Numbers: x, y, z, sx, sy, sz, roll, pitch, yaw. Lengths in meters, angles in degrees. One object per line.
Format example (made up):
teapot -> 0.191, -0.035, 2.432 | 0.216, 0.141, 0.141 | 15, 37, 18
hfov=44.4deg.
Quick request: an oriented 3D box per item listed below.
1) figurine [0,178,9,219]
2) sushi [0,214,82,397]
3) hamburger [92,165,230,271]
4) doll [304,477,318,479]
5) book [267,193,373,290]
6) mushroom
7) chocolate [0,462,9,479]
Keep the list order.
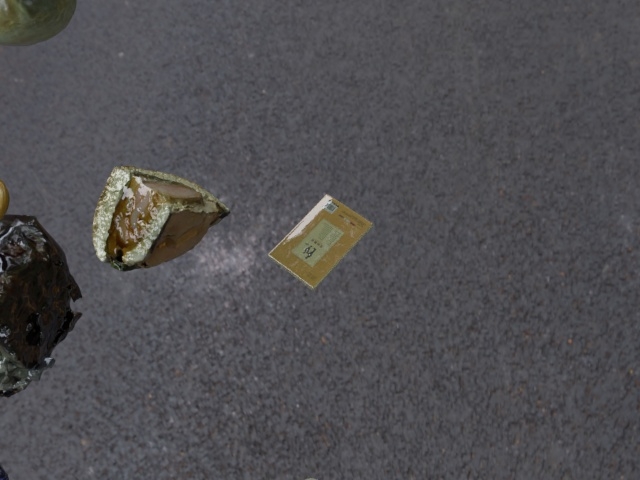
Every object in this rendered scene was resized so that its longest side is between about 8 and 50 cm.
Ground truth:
figurine -> -0.438, -0.034, 0.888 | 0.176, 0.121, 0.122 | -39, 78, -19
sushi -> -0.660, 0.138, 1.591 | 0.281, 0.300, 0.294 | -19, 27, 18
hamburger -> -0.257, -0.037, 1.254 | 0.135, 0.155, 0.207 | 41, 22, 14
doll -> -0.006, 0.426, 0.968 | 0.175, 0.149, 0.278 | -47, 14, -4
book -> 0.000, 0.000, 1.466 | 0.118, 0.012, 0.172 | 35, 71, 26
mushroom -> -0.635, -0.500, 1.635 | 0.164, 0.267, 0.190 | 13, 92, 45
chocolate -> -0.480, 0.479, 1.064 | 0.148, 0.126, 0.343 | -3, 50, -24
